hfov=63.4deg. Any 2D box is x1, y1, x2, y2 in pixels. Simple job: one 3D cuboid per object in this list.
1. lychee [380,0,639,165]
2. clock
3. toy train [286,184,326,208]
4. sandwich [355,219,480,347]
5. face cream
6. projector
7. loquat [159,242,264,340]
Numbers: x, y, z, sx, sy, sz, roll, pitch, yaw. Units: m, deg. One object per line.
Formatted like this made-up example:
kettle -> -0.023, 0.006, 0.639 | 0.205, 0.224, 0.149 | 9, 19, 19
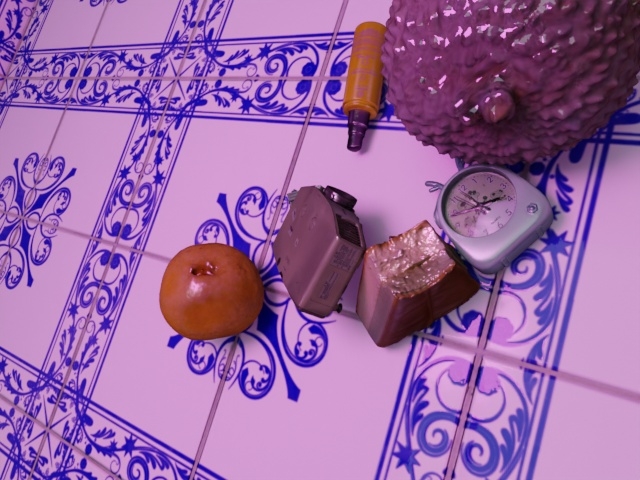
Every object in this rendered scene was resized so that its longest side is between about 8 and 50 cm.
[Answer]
lychee -> 0.280, -0.308, 0.793 | 0.379, 0.380, 0.432 | -3, 46, 30
clock -> 0.275, -0.061, 0.891 | 0.159, 0.066, 0.211 | -42, 57, 12
toy train -> -0.027, -0.083, 1.098 | 0.093, 0.038, 0.057 | -11, 75, 27
sandwich -> 0.129, 0.082, 0.859 | 0.220, 0.186, 0.108 | -37, 56, 16
face cream -> 0.090, -0.316, 1.080 | 0.078, 0.078, 0.274 | 1, 75, 31
projector -> 0.000, 0.000, 0.942 | 0.194, 0.088, 0.269 | -63, 23, 14
loquat -> -0.221, 0.104, 1.050 | 0.207, 0.208, 0.208 | -10, 69, 28
